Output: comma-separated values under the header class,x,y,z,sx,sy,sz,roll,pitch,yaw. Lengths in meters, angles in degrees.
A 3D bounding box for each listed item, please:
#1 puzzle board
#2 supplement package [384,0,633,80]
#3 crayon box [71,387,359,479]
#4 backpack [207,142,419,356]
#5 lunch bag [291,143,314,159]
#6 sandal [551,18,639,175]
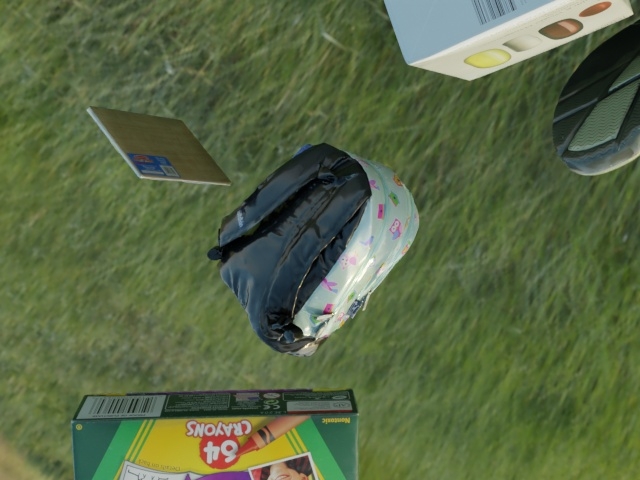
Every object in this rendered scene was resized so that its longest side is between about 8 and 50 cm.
class,x,y,z,sx,sy,sz,roll,pitch,yaw
puzzle board,-0.155,-0.088,0.935,0.096,0.011,0.128,51,-154,23
supplement package,0.181,-0.266,0.956,0.194,0.203,0.149,-20,86,26
crayon box,-0.132,0.362,1.283,0.363,0.313,0.106,-1,-169,-3
backpack,0.000,0.000,0.896,0.115,0.182,0.152,16,-152,-52
lunch bag,-0.012,-0.087,1.382,0.065,0.098,0.067,-1,-127,-58
sandal,0.284,-0.139,0.723,0.120,0.303,0.086,-10,118,54
